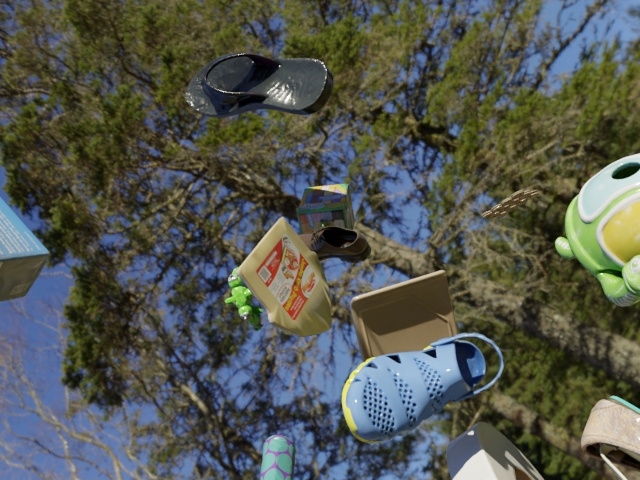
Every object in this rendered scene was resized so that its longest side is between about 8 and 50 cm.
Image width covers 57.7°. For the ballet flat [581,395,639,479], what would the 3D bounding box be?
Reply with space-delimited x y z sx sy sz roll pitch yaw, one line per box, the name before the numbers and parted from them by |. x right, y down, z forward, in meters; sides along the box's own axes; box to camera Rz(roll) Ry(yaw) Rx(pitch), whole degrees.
ballet flat | 0.469 0.312 0.723 0.106 0.316 0.108 -44 -62 -13

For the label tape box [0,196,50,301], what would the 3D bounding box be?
label tape box | -0.625 -0.008 0.847 0.115 0.249 0.347 -51 -14 20

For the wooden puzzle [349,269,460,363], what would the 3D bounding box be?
wooden puzzle | 0.183 0.198 1.230 0.220 0.044 0.239 -16 -76 -12

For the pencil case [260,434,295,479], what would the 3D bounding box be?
pencil case | -0.079 0.419 1.021 0.152 0.064 0.070 -85 20 -63

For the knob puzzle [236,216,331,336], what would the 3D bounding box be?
knob puzzle | -0.048 0.081 0.975 0.213 0.030 0.213 32 -135 -39

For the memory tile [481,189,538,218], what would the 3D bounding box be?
memory tile | 0.547 -0.102 1.676 0.113 0.012 0.148 -4 -26 -41

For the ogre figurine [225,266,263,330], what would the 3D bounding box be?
ogre figurine | -0.228 0.173 1.731 0.118 0.096 0.197 38 -130 -79

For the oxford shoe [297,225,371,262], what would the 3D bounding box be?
oxford shoe | 0.000 0.000 1.382 0.096 0.227 0.083 58 -147 -51

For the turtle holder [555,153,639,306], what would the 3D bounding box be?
turtle holder | 0.591 -0.030 1.098 0.320 0.243 0.227 -27 -26 -30

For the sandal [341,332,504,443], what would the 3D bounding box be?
sandal | 0.170 0.214 0.905 0.317 0.126 0.138 -17 -11 -37

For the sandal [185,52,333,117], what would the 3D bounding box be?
sandal | -0.176 -0.396 1.417 0.107 0.445 0.168 25 -105 -56

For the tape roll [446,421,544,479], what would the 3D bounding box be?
tape roll | 0.357 0.484 0.951 0.072 0.392 0.392 -41 -31 12

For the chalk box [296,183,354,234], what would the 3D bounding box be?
chalk box | 0.015 -0.050 1.596 0.213 0.131 0.133 -75 -23 -60
